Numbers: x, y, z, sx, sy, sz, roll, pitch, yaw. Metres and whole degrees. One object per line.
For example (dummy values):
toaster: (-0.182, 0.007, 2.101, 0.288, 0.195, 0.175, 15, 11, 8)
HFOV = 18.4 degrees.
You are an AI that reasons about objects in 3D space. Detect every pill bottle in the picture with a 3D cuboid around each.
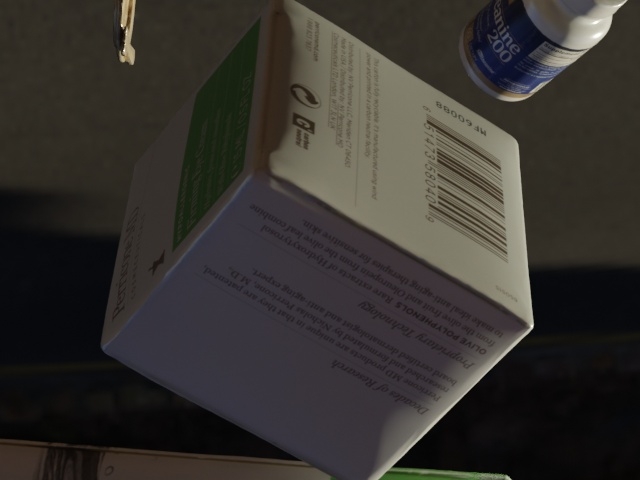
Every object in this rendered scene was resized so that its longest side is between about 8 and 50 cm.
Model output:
pill bottle: (0.148, -0.145, 1.290, 0.067, 0.067, 0.120, 6, 154, -28)

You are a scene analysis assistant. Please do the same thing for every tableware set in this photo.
tableware set: (-0.094, -0.183, 1.049, 0.020, 0.168, 0.141, 6, 160, 0)

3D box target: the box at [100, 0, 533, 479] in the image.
box: (0.000, 0.000, 0.614, 0.102, 0.101, 0.087, 29, 123, -19)

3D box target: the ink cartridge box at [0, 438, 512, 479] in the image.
ink cartridge box: (-0.066, 0.189, 0.747, 0.289, 0.211, 0.121, 3, 165, 19)
